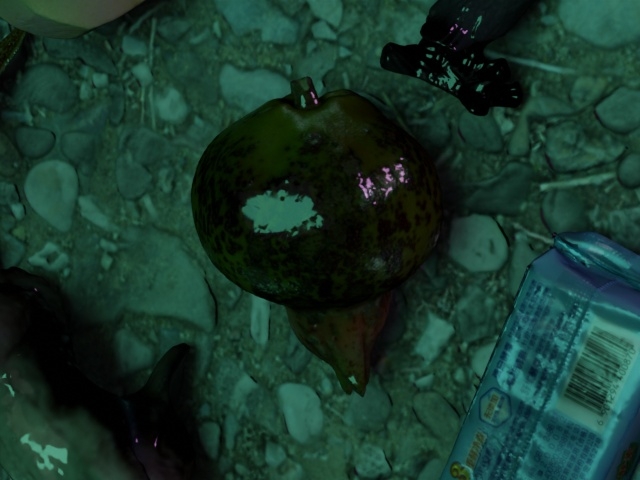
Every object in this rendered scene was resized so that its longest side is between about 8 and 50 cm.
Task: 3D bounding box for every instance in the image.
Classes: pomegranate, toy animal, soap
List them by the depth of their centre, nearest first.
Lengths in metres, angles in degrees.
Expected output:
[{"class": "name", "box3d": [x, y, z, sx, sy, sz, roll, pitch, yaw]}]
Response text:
[{"class": "soap", "box3d": [0.216, 0.143, 1.712, 0.156, 0.077, 0.293, 30, 106, 26]}, {"class": "toy animal", "box3d": [0.139, -0.226, 1.716, 0.121, 0.117, 0.210, 32, 110, 31]}, {"class": "pomegranate", "box3d": [0.012, -0.008, 1.779, 0.222, 0.276, 0.204, 13, 60, 48]}, {"class": "toy animal", "box3d": [-0.243, 0.171, 1.905, 0.344, 0.302, 0.194, 39, 117, -4]}]

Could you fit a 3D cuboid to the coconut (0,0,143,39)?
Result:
[{"class": "coconut", "box3d": [-0.244, -0.326, 1.866, 0.259, 0.259, 0.259, 2, 94, 30]}]

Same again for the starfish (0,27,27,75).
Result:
[{"class": "starfish", "box3d": [-0.385, -0.154, 2.009, 0.213, 0.057, 0.238, -25, 60, 5]}]
